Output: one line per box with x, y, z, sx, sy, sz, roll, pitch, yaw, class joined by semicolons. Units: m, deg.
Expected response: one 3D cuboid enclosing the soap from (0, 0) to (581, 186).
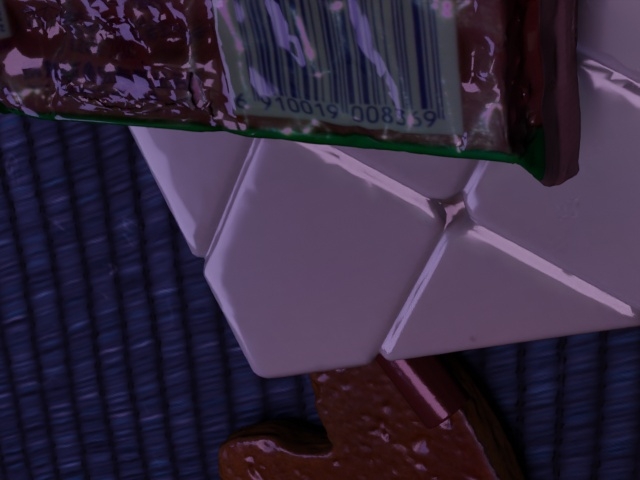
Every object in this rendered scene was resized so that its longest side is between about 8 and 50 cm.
-0.033;-0.121;0.587;0.273;0.098;0.218;7;124;20;soap

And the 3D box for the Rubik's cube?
0.087;-0.153;0.774;0.319;0.316;0.322;-12;115;29;Rubik's cube

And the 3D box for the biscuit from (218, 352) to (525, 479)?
0.028;0.182;1.193;0.277;0.052;0.262;-24;105;35;biscuit

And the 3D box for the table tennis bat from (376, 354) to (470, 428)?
0.000;0.000;1.031;0.310;0.038;0.200;53;158;-2;table tennis bat
